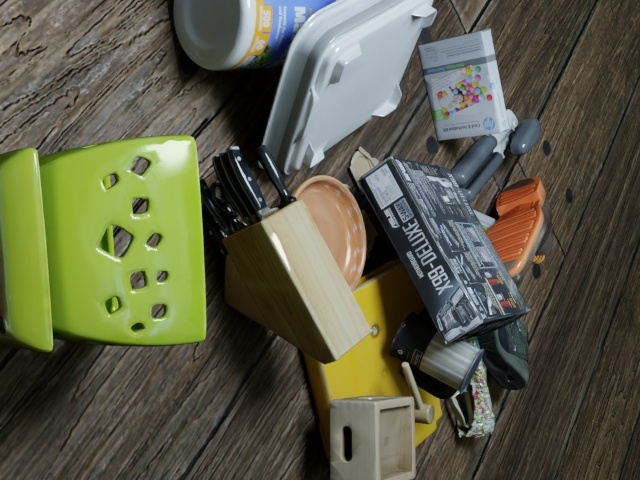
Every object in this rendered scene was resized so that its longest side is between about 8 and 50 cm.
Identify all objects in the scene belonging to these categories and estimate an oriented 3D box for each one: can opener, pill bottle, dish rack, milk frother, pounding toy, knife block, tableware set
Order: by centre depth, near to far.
[{"bbox_3d":[-0.050,0.004,1.111,0.088,0.275,0.242,-33,141,-43],"label":"knife block"},{"bbox_3d":[-0.060,-0.322,1.170,0.272,0.152,0.152,-16,100,-46],"label":"pill bottle"},{"bbox_3d":[0.053,-0.245,1.224,0.333,0.072,0.285,-39,161,-40],"label":"dish rack"},{"bbox_3d":[0.098,0.284,1.299,0.206,0.094,0.181,10,77,-57],"label":"pounding toy"},{"bbox_3d":[0.206,0.177,1.380,0.143,0.134,0.129,-51,158,-30],"label":"milk frother"},{"bbox_3d":[0.075,-0.066,1.403,0.141,0.020,0.169,52,53,-32],"label":"tableware set"},{"bbox_3d":[0.358,-0.178,1.660,0.283,0.095,0.076,-47,120,-39],"label":"can opener"}]

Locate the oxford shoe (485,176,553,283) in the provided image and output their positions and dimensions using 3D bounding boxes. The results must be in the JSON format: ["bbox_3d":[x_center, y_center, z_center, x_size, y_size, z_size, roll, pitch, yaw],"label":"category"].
[{"bbox_3d":[0.407,0.003,1.619,0.133,0.130,0.364,59,35,-16],"label":"oxford shoe"}]

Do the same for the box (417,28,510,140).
[{"bbox_3d":[0.266,-0.286,1.529,0.038,0.145,0.186,-27,109,-42],"label":"box"}]

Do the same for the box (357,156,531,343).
[{"bbox_3d":[0.214,0.011,1.382,0.242,0.076,0.307,-1,60,-59],"label":"box"}]

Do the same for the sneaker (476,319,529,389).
[{"bbox_3d":[0.347,0.182,1.645,0.227,0.087,0.130,48,37,-21],"label":"sneaker"}]

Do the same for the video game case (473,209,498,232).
[{"bbox_3d":[0.320,0.038,1.611,0.193,0.023,0.212,17,56,-46],"label":"video game case"}]

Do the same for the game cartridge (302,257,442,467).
[{"bbox_3d":[0.091,0.225,1.391,0.285,0.052,0.324,-24,108,-45],"label":"game cartridge"}]

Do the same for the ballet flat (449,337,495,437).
[{"bbox_3d":[0.276,0.272,1.565,0.077,0.091,0.241,-19,100,-23],"label":"ballet flat"}]

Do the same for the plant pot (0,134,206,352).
[{"bbox_3d":[-0.270,0.006,0.883,0.207,0.227,0.228,-6,93,-41],"label":"plant pot"}]

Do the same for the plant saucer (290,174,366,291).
[{"bbox_3d":[0.000,0.000,1.273,0.200,0.037,0.200,8,80,-50],"label":"plant saucer"}]
